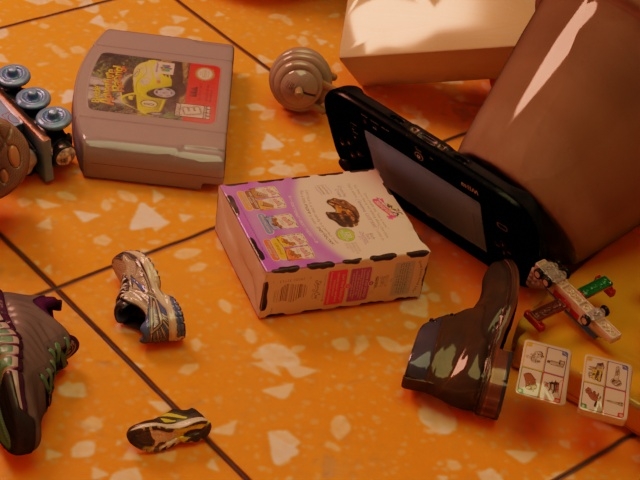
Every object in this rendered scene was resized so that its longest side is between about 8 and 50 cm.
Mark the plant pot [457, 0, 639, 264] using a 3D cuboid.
[{"bbox_3d":[0.317,-0.133,1.759,0.280,0.323,0.323,-46,57,-9],"label":"plant pot"}]

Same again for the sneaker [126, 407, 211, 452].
[{"bbox_3d":[-0.149,0.182,1.461,0.083,0.031,0.035,-3,25,-24],"label":"sneaker"}]

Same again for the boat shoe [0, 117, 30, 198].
[{"bbox_3d":[-0.478,-0.070,1.660,0.324,0.123,0.116,-4,4,-5],"label":"boat shoe"}]

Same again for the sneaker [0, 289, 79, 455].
[{"bbox_3d":[-0.274,0.117,1.471,0.098,0.083,0.223,0,37,-22],"label":"sneaker"}]

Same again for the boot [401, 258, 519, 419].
[{"bbox_3d":[0.151,0.089,1.607,0.106,0.082,0.219,12,41,2],"label":"boot"}]

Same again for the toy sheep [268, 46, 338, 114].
[{"bbox_3d":[-0.024,-0.206,1.959,0.091,0.091,0.132,7,18,-5],"label":"toy sheep"}]

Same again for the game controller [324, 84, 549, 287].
[{"bbox_3d":[0.130,-0.065,1.744,0.319,0.166,0.067,34,77,30],"label":"game controller"}]

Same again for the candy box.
[{"bbox_3d":[0.000,0.000,1.700,0.196,0.070,0.165,-7,39,-21],"label":"candy box"}]

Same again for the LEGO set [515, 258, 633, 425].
[{"bbox_3d":[0.302,0.105,1.597,0.182,0.060,0.244,14,45,3],"label":"LEGO set"}]

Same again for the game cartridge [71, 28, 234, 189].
[{"bbox_3d":[-0.210,-0.172,1.896,0.196,0.060,0.294,3,37,-3],"label":"game cartridge"}]

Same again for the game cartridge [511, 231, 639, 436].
[{"bbox_3d":[0.403,0.128,1.652,0.324,0.052,0.285,29,40,27],"label":"game cartridge"}]

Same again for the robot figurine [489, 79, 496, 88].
[{"bbox_3d":[0.312,-0.237,2.028,0.219,0.128,0.158,12,53,29],"label":"robot figurine"}]

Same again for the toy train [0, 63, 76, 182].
[{"bbox_3d":[-0.366,-0.137,1.793,0.105,0.080,0.184,-26,51,-27],"label":"toy train"}]

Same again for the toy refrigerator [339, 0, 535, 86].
[{"bbox_3d":[0.170,-0.269,1.982,0.269,0.094,0.102,-1,68,24],"label":"toy refrigerator"}]

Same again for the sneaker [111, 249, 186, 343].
[{"bbox_3d":[-0.194,0.059,1.592,0.058,0.052,0.135,-17,44,-26],"label":"sneaker"}]
